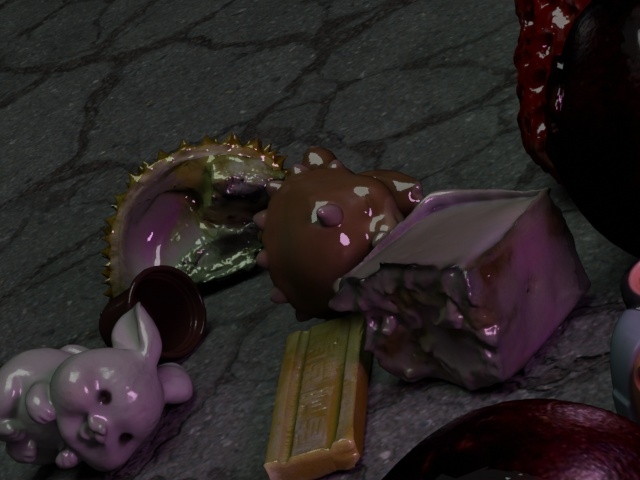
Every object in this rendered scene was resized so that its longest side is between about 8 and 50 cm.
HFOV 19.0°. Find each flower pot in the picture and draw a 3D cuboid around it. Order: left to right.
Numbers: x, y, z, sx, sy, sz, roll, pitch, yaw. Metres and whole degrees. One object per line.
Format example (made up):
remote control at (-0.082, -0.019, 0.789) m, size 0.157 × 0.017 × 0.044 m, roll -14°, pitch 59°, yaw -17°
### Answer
flower pot at (-0.200, 0.092, 2.186) m, size 0.089 × 0.111 × 0.111 m, roll -23°, pitch 19°, yaw 46°

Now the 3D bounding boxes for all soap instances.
soap at (0.002, 0.157, 1.915) m, size 0.092 × 0.037 × 0.252 m, roll -21°, pitch 24°, yaw 15°

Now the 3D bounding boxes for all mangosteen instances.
mangosteen at (0.146, 0.256, 1.272) m, size 0.297 × 0.297 × 0.293 m, roll -31°, pitch 25°, yaw -11°
mangosteen at (0.389, -0.118, 1.820) m, size 0.347 × 0.307 × 0.307 m, roll 6°, pitch 29°, yaw 3°

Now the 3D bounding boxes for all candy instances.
candy at (0.144, 0.042, 1.886) m, size 0.185 × 0.137 × 0.195 m, roll -1°, pitch 33°, yaw 44°

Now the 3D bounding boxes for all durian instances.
durian at (-0.131, -0.029, 2.298) m, size 0.306 × 0.172 × 0.166 m, roll -18°, pitch 48°, yaw -3°

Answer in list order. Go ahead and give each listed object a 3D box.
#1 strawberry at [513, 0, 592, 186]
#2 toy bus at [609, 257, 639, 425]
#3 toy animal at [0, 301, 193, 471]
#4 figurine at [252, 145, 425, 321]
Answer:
strawberry at (0.338, -0.220, 2.093) m, size 0.317 × 0.295 × 0.345 m, roll 23°, pitch 64°, yaw 14°
toy bus at (0.387, 0.090, 1.507) m, size 0.288 × 0.194 × 0.232 m, roll -36°, pitch 41°, yaw -16°
toy animal at (-0.247, 0.163, 2.040) m, size 0.193 × 0.127 × 0.178 m, roll -16°, pitch 24°, yaw 26°
figurine at (0.002, -0.003, 2.065) m, size 0.173 × 0.177 × 0.247 m, roll -14°, pitch 27°, yaw -30°
